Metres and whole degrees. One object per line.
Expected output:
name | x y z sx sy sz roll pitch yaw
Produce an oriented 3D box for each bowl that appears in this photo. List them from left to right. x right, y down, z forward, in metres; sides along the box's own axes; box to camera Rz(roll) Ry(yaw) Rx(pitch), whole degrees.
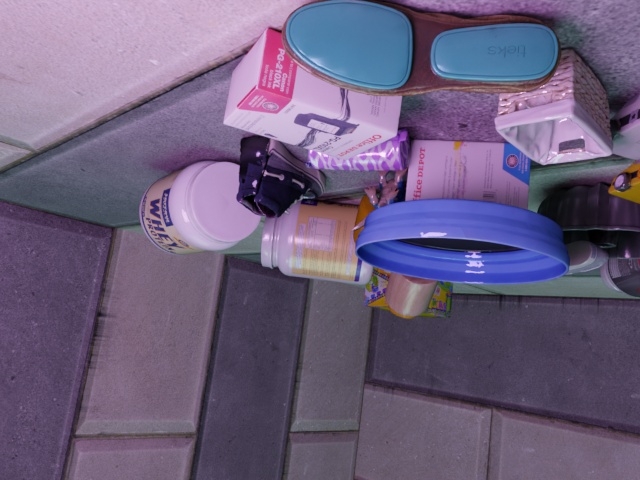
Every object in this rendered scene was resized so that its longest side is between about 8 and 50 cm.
bowl | 0.263 0.010 1.053 0.391 0.077 0.391 7 167 2

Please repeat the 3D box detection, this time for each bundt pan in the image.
bundt pan | 0.661 -0.046 1.282 0.331 0.124 0.331 8 169 2

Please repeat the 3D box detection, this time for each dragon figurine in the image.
dragon figurine | 0.163 -0.074 1.278 0.085 0.289 0.144 0 129 26

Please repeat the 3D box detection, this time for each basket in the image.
basket | 0.341 -0.188 0.797 0.113 0.103 0.167 -3 166 44

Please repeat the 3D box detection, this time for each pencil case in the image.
pencil case | 0.074 -0.183 1.088 0.206 0.086 0.088 3 145 18

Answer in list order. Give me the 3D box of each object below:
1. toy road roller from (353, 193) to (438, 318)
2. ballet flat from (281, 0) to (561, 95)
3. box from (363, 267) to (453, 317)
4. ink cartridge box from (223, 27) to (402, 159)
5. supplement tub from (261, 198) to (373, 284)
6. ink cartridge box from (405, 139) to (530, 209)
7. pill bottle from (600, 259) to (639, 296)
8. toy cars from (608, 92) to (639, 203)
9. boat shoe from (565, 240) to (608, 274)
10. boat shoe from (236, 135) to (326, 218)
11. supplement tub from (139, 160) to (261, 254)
toy road roller | 0.193 0.014 1.421 0.240 0.329 0.202 16 136 7
ballet flat | 0.125 -0.242 0.714 0.342 0.116 0.124 3 -172 5
box | 0.332 0.125 2.012 0.290 0.279 0.177 17 166 -38
ink cartridge box | -0.012 -0.220 0.878 0.237 0.100 0.172 12 169 -24
supplement tub | 0.000 0.000 1.678 0.331 0.241 0.241 7 170 1
ink cartridge box | 0.297 -0.096 1.134 0.233 0.171 0.168 6 169 14
pill bottle | 0.934 0.070 1.568 0.176 0.176 0.318 7 170 3
toy cars | 0.550 -0.156 0.886 0.176 0.087 0.394 8 168 35
boat shoe | 0.579 0.053 1.319 0.081 0.079 0.227 16 164 -21
boat shoe | -0.095 -0.118 1.329 0.127 0.158 0.340 2 168 28
supplement tub | -0.321 -0.084 1.471 0.235 0.235 0.325 15 167 -35
